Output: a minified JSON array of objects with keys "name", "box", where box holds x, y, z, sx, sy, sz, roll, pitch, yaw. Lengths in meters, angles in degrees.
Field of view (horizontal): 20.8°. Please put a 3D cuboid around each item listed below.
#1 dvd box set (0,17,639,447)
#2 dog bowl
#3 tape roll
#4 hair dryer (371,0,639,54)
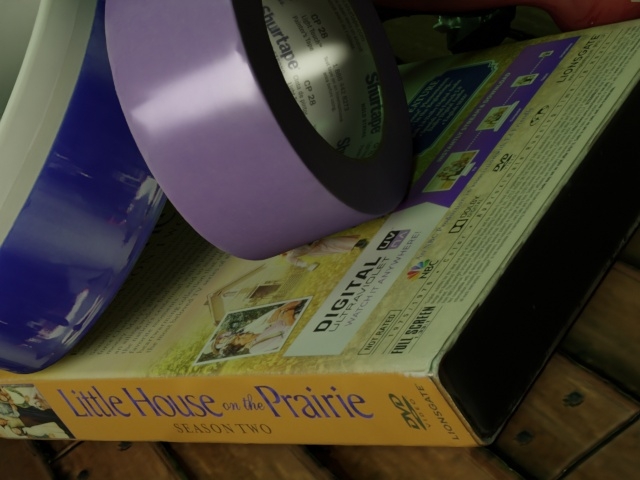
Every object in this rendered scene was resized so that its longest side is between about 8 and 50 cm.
[{"name":"dvd box set","box":[0.000,0.000,1.056,0.420,0.062,0.308,-6,35,45]},{"name":"dog bowl","box":[-0.180,-0.057,1.047,0.265,0.104,0.265,-43,34,39]},{"name":"tape roll","box":[-0.030,-0.090,0.952,0.080,0.189,0.189,-22,26,25]},{"name":"hair dryer","box":[0.116,-0.146,1.073,0.223,0.080,0.293,-6,-7,-40]}]
